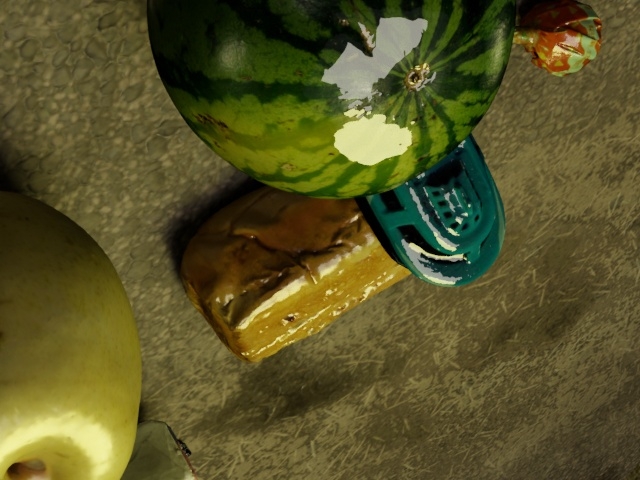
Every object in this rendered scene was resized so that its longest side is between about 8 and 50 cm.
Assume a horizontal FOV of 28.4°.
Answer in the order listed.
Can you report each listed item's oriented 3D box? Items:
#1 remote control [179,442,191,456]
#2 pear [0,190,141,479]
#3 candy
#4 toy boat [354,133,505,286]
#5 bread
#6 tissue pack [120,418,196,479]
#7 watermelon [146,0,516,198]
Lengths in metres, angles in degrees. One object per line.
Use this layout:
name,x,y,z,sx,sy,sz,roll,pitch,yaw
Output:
remote control,-0.208,0.288,1.596,0.096,0.014,0.039,-35,144,-7
pear,-0.289,0.115,1.050,0.309,0.309,0.309,-26,146,-19
candy,0.170,-0.212,1.309,0.288,0.078,0.084,-5,156,-28
toy boat,0.098,-0.081,1.217,0.134,0.092,0.299,-36,110,-14
bread,0.000,0.000,1.331,0.294,0.132,0.167,-34,148,-10
tissue pack,-0.256,0.354,1.503,0.209,0.137,0.269,-13,141,-17
watermelon,0.007,-0.173,0.985,0.285,0.285,0.285,-26,146,-19
